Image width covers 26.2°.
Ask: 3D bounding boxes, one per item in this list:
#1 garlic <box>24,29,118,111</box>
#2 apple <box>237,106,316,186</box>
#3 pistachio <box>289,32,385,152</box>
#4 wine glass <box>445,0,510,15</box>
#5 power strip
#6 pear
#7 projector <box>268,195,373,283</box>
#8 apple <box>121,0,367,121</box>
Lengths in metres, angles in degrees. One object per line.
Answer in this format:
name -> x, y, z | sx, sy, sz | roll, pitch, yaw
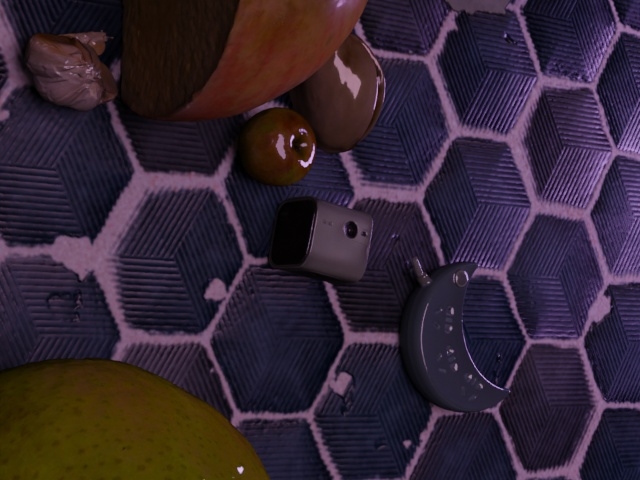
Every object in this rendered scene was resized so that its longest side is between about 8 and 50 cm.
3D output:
garlic -> -0.250, -0.170, 1.395 | 0.113, 0.094, 0.074 | 18, 118, -39
apple -> -0.047, -0.104, 1.537 | 0.089, 0.074, 0.090 | 2, 87, -38
pistachio -> 0.018, -0.175, 1.573 | 0.113, 0.113, 0.149 | -3, 96, -36
wine glass -> 0.290, -0.409, 1.644 | 0.238, 0.323, 0.238 | 2, 86, -33
power strip -> 0.158, 0.115, 1.694 | 0.137, 0.044, 0.216 | -23, 102, -33
pear -> -0.206, 0.283, 1.230 | 0.391, 0.391, 0.391 | 2, 87, -36
projector -> 0.000, 0.000, 1.560 | 0.082, 0.083, 0.083 | 16, 79, -34
apple -> -0.073, -0.267, 1.384 | 0.314, 0.309, 0.252 | -48, 115, -24
